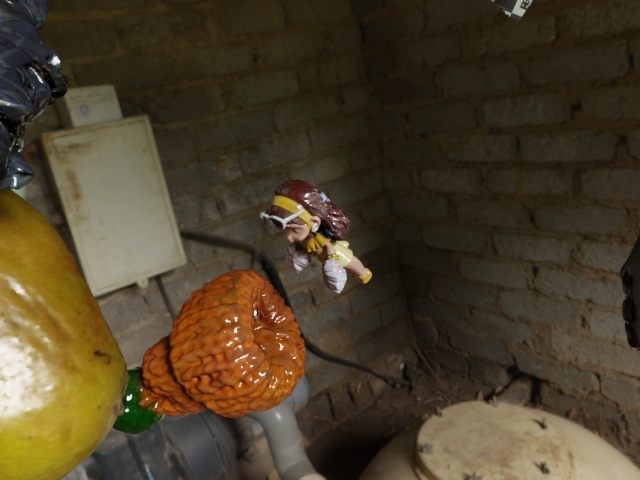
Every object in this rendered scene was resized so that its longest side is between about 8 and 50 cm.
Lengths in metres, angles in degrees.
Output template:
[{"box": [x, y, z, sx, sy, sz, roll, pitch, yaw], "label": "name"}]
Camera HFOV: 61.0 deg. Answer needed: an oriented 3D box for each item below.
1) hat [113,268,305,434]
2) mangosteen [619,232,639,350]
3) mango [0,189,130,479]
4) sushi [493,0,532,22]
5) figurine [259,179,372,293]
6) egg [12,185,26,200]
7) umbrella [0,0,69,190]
[{"box": [-0.231, 0.259, 1.087, 0.400, 0.285, 0.285, -37, 7, 22], "label": "hat"}, {"box": [0.466, 0.050, 0.481, 0.347, 0.306, 0.307, -12, 14, 37], "label": "mangosteen"}, {"box": [-0.246, 0.057, 0.389, 0.130, 0.261, 0.167, -27, -2, 42], "label": "mango"}, {"box": [0.308, -0.445, 0.706, 0.193, 0.279, 0.043, 18, 23, -39], "label": "sushi"}, {"box": [0.000, -0.002, 0.953, 0.116, 0.240, 0.175, -43, 30, -16], "label": "figurine"}, {"box": [-0.678, -0.127, 1.007, 0.203, 0.282, 0.202, -12, 51, 15], "label": "egg"}, {"box": [-0.204, -0.133, 0.354, 0.071, 0.080, 0.224, 2, 53, -29], "label": "umbrella"}]
